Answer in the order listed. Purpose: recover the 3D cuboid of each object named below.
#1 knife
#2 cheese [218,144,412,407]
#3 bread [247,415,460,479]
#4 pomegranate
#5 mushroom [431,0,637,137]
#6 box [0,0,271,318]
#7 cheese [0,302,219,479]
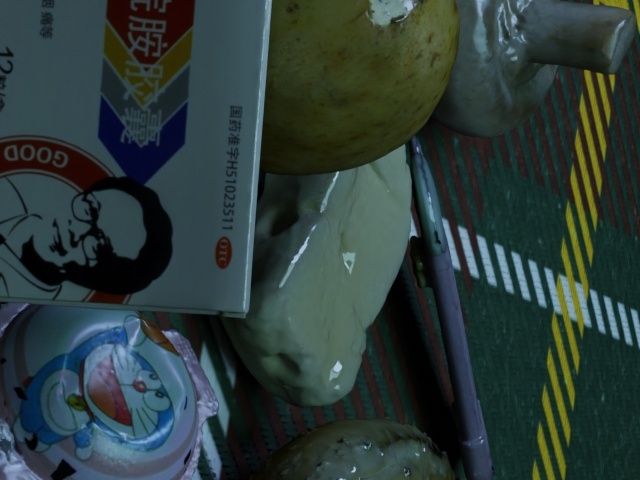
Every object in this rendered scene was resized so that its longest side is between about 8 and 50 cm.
[{"bbox_3d":[0.119,0.084,1.785,0.132,0.038,0.398,-93,170,-55],"label":"knife"},{"bbox_3d":[-0.002,0.000,1.590,0.263,0.093,0.159,-66,145,-33],"label":"cheese"},{"bbox_3d":[0.015,0.296,1.574,0.305,0.159,0.305,-7,99,-54],"label":"bread"},{"bbox_3d":[-0.017,-0.172,1.400,0.260,0.260,0.260,-7,98,-57],"label":"pomegranate"},{"bbox_3d":[0.183,-0.195,1.754,0.207,0.215,0.207,-30,125,-58],"label":"mushroom"},{"bbox_3d":[-0.141,-0.132,1.239,0.069,0.214,0.353,-136,-130,-81],"label":"box"},{"bbox_3d":[-0.184,0.118,1.298,0.286,0.074,0.189,-10,68,-46],"label":"cheese"}]
